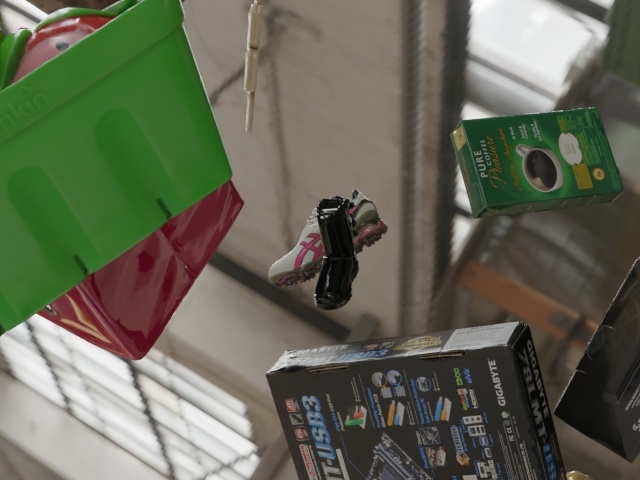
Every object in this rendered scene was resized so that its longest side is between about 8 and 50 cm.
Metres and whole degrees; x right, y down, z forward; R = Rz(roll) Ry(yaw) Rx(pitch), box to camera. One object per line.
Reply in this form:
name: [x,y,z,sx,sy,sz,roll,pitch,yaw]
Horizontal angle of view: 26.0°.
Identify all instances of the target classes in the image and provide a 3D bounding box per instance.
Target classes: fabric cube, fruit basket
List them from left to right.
fruit basket: [-0.304,-0.127,1.137,0.392,0.392,0.283,-59,18,-5]
fabric cube: [-0.285,-0.052,1.661,0.259,0.254,0.258,-59,-23,-18]

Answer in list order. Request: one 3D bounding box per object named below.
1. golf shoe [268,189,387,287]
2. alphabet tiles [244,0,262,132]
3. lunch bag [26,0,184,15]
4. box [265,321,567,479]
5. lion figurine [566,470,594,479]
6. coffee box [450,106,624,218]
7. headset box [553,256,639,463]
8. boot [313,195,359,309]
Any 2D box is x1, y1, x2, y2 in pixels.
golf shoe: [0.000,0.000,1.995,0.186,0.086,0.067,-30,-13,-7]
alphabet tiles: [-0.117,-0.324,2.353,0.284,0.021,0.278,-117,32,-82]
lunch bag: [-0.255,-0.408,1.759,0.287,0.169,0.235,-34,-46,27]
box: [0.116,0.249,1.526,0.073,0.293,0.296,-40,-63,-58]
lion figurine: [0.257,0.423,1.966,0.392,0.240,0.142,-28,-4,17]
coffee box: [0.249,-0.090,1.596,0.184,0.113,0.040,-8,-19,-20]
headset box: [0.390,0.105,1.583,0.293,0.110,0.218,-26,-36,-59]
boot: [0.015,0.012,1.611,0.121,0.045,0.099,-62,-33,-57]
